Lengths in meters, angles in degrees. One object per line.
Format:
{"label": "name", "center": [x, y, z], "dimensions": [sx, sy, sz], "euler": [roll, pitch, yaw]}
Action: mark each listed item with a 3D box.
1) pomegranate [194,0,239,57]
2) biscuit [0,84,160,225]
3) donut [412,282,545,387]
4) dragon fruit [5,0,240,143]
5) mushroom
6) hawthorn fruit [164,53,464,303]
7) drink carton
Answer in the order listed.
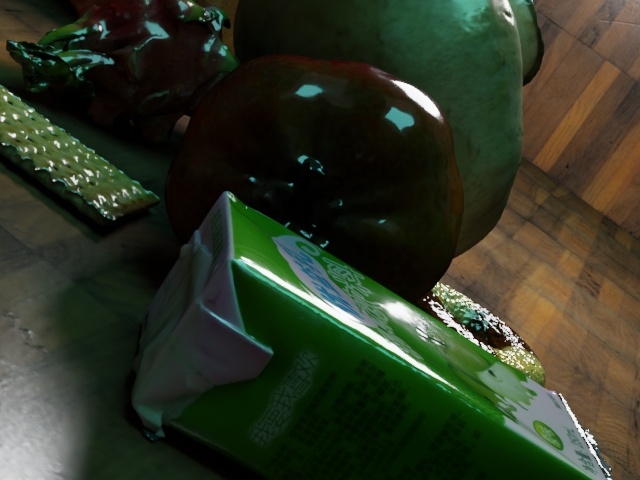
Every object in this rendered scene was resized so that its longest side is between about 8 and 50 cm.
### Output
{"label": "pomegranate", "center": [-0.133, -0.337, 1.696], "dimensions": [0.319, 0.319, 0.319], "euler": [33, 13, -8]}
{"label": "biscuit", "center": [-0.227, -0.085, 1.131], "dimensions": [0.231, 0.016, 0.139], "euler": [36, 12, 3]}
{"label": "donut", "center": [0.106, 0.092, 1.223], "dimensions": [0.166, 0.073, 0.184], "euler": [32, 11, -1]}
{"label": "dragon fruit", "center": [-0.174, -0.164, 1.327], "dimensions": [0.235, 0.135, 0.137], "euler": [0, 40, -39]}
{"label": "mushroom", "center": [0.064, -0.151, 1.445], "dimensions": [0.260, 0.352, 0.352], "euler": [-23, 45, -22]}
{"label": "hawthorn fruit", "center": [-0.004, -0.040, 1.119], "dimensions": [0.208, 0.208, 0.248], "euler": [34, 10, -6]}
{"label": "drink carton", "center": [0.028, 0.098, 0.910], "dimensions": [0.271, 0.108, 0.161], "euler": [31, 11, -12]}
